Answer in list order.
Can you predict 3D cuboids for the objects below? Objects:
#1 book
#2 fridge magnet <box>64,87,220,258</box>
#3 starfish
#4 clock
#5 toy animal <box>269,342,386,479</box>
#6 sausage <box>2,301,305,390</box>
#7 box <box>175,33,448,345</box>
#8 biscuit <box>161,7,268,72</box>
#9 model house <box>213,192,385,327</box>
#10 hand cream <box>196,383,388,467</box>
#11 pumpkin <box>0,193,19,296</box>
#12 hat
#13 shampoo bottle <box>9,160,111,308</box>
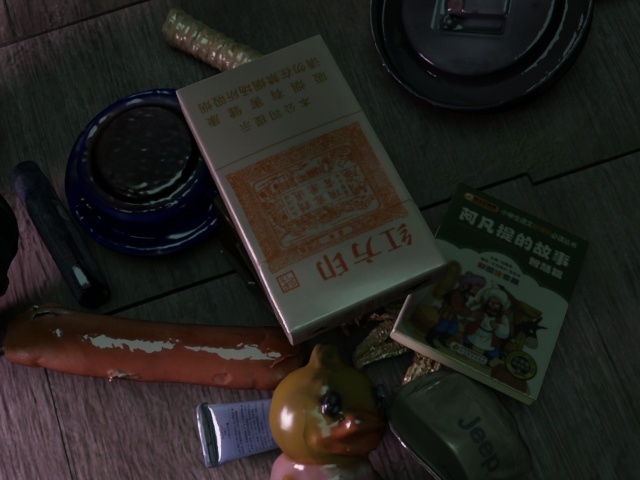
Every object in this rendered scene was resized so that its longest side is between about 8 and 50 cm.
[{"bbox_3d":[0.230,0.064,1.355,0.202,0.027,0.264,26,58,4],"label":"book"},{"bbox_3d":[-0.239,-0.103,1.455,0.266,0.112,0.265,-2,68,5],"label":"fridge magnet"},{"bbox_3d":[0.145,0.097,1.383,0.238,0.071,0.215,-8,75,-5],"label":"starfish"},{"bbox_3d":[0.233,-0.339,1.475,0.325,0.067,0.324,-4,80,21],"label":"clock"},{"bbox_3d":[0.009,0.268,1.253,0.195,0.169,0.281,-1,100,-35],"label":"toy animal"},{"bbox_3d":[-0.229,0.146,1.378,0.419,0.094,0.094,5,113,6],"label":"sausage"},{"bbox_3d":[-0.017,-0.072,1.240,0.205,0.051,0.365,-23,66,-8],"label":"box"},{"bbox_3d":[-0.140,-0.283,1.541,0.219,0.055,0.061,27,112,13],"label":"biscuit"},{"bbox_3d":[0.000,0.000,1.349,0.211,0.204,0.243,-33,67,-12],"label":"model house"},{"bbox_3d":[-0.037,0.234,1.352,0.256,0.055,0.088,-12,77,2],"label":"hand cream"},{"bbox_3d":[-0.540,0.046,1.316,0.263,0.197,0.292,29,93,-23],"label":"pumpkin"},{"bbox_3d":[0.188,0.255,1.235,0.149,0.245,0.214,-34,91,-4],"label":"hat"},{"bbox_3d":[-0.373,-0.012,1.446,0.049,0.087,0.233,-31,72,-7],"label":"shampoo bottle"}]
